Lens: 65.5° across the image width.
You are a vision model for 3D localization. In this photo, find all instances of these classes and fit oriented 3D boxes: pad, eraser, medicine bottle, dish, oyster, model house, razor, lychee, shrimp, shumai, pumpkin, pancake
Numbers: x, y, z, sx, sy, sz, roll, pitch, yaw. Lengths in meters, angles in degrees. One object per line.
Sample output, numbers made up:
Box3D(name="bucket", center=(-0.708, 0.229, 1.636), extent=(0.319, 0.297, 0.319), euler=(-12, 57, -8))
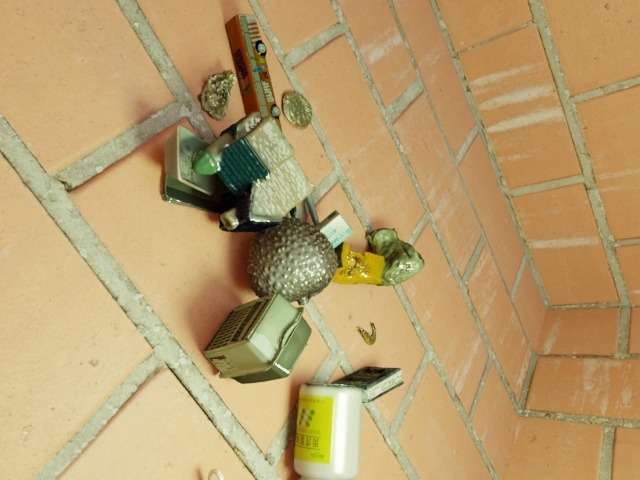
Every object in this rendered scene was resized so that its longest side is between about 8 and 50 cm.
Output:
Box3D(name="pad", center=(-0.360, -0.176, 1.476), extent=(0.233, 0.022, 0.174), euler=(13, 72, -48))
Box3D(name="eraser", center=(0.000, 0.000, 1.720), extent=(0.095, 0.225, 0.052), euler=(47, 7, -33))
Box3D(name="medicine bottle", center=(0.024, 0.656, 1.607), extent=(0.213, 0.213, 0.379), euler=(20, 68, -45))
Box3D(name="dish", center=(-0.363, -0.212, 1.394), extent=(0.234, 0.064, 0.154), euler=(28, 58, -72))
Box3D(name="oyster", center=(-0.321, -0.465, 1.553), extent=(0.108, 0.053, 0.166), euler=(20, 75, -34))
Box3D(name="model house", center=(-0.219, -0.170, 1.436), extent=(0.298, 0.243, 0.284), euler=(54, 51, -19))
Box3D(name="razor", center=(-0.032, -0.125, 1.802), extent=(0.068, 0.106, 0.232), euler=(-11, 82, -49))
Box3D(name="lychee", center=(-0.091, 0.064, 1.540), extent=(0.300, 0.299, 0.300), euler=(12, 74, -47))
Box3D(name="shrimp", center=(0.189, 0.364, 1.997), extent=(0.127, 0.025, 0.091), euler=(44, 53, -40))
Box3D(name="shumai", center=(0.283, 0.060, 2.018), extent=(0.225, 0.260, 0.222), euler=(-30, 102, -14))
Box3D(name="pumpkin", center=(0.124, 0.099, 1.888), extent=(0.247, 0.126, 0.131), euler=(25, 49, -34))
Box3D(name="pancake", center=(-0.087, -0.485, 1.843), extent=(0.151, 0.025, 0.152), euler=(10, 76, -47))

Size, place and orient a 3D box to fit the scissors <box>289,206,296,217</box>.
Box3D(name="scissors", center=(-0.096, -0.091, 1.734), extent=(0.017, 0.088, 0.220), euler=(26, 52, -54))

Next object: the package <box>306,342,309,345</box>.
Box3D(name="package", center=(-0.076, 0.363, 1.700), extent=(0.110, 0.015, 0.037), euler=(-27, 98, -49))

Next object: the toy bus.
Box3D(name="toy bus", center=(-0.217, -0.535, 1.654), extent=(0.092, 0.093, 0.409), euler=(-16, 94, -41))

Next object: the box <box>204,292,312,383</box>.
Box3D(name="box", center=(-0.174, 0.282, 1.400), extent=(0.166, 0.290, 0.221), euler=(46, 50, -18))

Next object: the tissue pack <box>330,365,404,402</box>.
Box3D(name="tissue pack", center=(0.175, 0.528, 1.837), extent=(0.235, 0.173, 0.073), euler=(-8, 90, -48))

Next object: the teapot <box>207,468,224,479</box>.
Box3D(name="teapot", center=(-0.270, 0.735, 1.338), extent=(0.159, 0.116, 0.246), euler=(-16, 98, -36))
